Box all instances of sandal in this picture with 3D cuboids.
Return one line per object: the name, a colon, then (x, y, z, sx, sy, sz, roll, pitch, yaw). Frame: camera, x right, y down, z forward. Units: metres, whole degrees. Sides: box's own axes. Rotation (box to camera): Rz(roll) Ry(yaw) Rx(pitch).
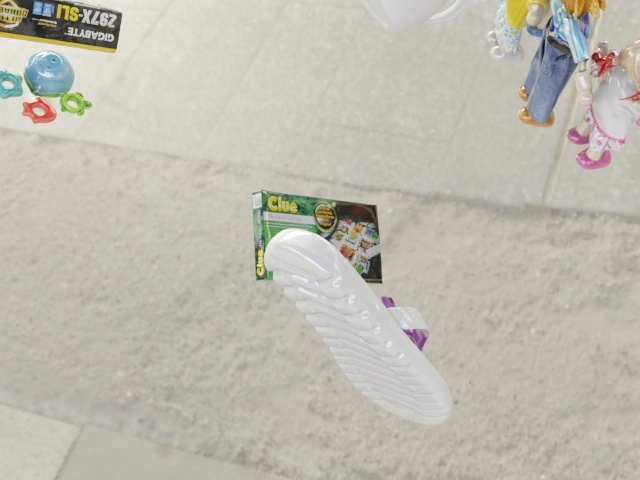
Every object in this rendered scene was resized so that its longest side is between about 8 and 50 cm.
sandal: (0.080, 0.114, 1.203, 0.169, 0.416, 0.102, 10, 57, 41)

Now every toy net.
toy net: (-0.428, -0.194, 1.182, 0.232, 0.045, 0.122, -13, 73, -32)

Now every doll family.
doll family: (0.206, -0.193, 0.789, 0.118, 0.163, 0.263, -4, 57, -10)

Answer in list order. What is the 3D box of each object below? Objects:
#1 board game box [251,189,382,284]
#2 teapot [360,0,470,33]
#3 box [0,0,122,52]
board game box: (0.000, 0.000, 1.409, 0.030, 0.259, 0.136, -8, 81, 44)
teapot: (0.120, -0.422, 1.240, 0.187, 0.256, 0.252, -32, 94, 2)
box: (-0.532, -0.396, 1.518, 0.322, 0.079, 0.257, 26, 18, 40)
